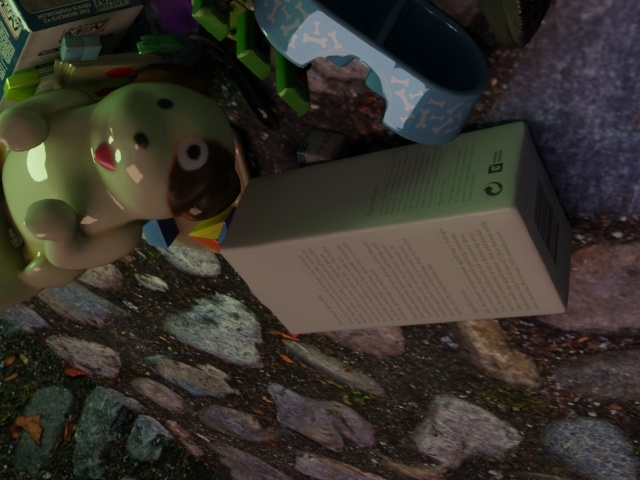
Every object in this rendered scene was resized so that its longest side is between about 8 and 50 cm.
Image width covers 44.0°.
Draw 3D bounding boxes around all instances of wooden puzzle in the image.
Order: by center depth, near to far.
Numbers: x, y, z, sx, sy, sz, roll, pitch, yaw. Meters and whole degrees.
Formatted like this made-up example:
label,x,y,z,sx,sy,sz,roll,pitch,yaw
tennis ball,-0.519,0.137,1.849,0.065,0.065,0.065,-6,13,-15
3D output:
label,x,y,z,sx,sy,sz,roll,pitch,yaw
wooden puzzle,-0.266,-0.082,1.460,0.348,0.080,0.322,13,140,25

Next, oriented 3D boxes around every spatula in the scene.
label,x,y,z,sx,sy,sz,roll,pitch,yaw
spatula,-0.150,-0.271,1.162,0.084,0.030,0.296,-3,138,47

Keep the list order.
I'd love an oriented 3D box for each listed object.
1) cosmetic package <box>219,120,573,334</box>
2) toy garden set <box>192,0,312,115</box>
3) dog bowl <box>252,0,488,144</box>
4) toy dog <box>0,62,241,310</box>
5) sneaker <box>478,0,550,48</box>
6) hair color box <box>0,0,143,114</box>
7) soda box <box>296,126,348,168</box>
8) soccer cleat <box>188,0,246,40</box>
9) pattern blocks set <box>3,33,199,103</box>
label,x,y,z,sx,sy,sz,roll,pitch,yaw
cosmetic package,0.109,0.000,1.159,0.453,0.161,0.230,-8,136,30
toy garden set,-0.093,-0.292,0.958,0.049,0.203,0.244,-36,124,23
dog bowl,0.067,-0.236,0.918,0.297,0.166,0.074,33,139,-8
toy dog,-0.308,-0.083,1.164,0.408,0.284,0.395,-21,167,32
sneaker,0.154,-0.322,0.782,0.130,0.109,0.286,10,137,40
hair color box,-0.414,-0.292,1.186,0.347,0.174,0.105,-27,91,55
soda box,0.011,-0.095,1.274,0.063,0.058,0.183,16,147,19
soccer cleat,-0.161,-0.339,1.051,0.179,0.060,0.072,44,175,-36
pattern blocks set,-0.318,-0.236,1.173,0.325,0.285,0.026,-19,82,53
